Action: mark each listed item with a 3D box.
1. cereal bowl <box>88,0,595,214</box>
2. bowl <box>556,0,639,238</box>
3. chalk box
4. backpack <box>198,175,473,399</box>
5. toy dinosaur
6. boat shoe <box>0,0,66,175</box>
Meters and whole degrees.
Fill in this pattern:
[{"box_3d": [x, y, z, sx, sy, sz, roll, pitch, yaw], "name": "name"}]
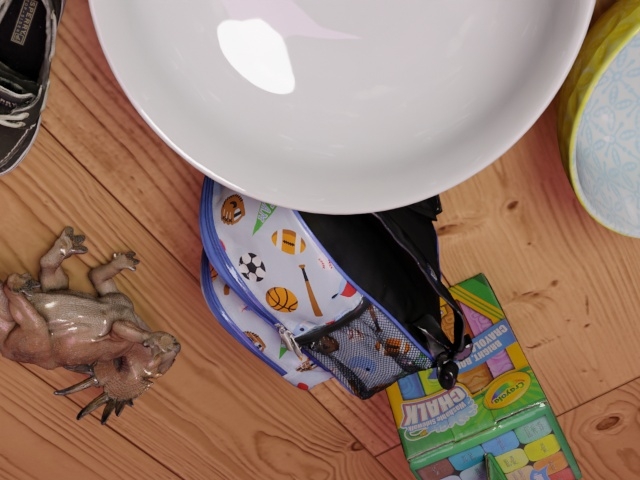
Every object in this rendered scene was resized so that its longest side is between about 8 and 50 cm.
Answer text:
[{"box_3d": [0.016, -0.195, 0.554, 0.338, 0.141, 0.339, 3, 122, 5], "name": "cereal bowl"}, {"box_3d": [0.355, -0.160, 0.767, 0.289, 0.156, 0.290, -7, 130, -8], "name": "bowl"}, {"box_3d": [0.196, 0.221, 0.953, 0.179, 0.289, 0.180, -26, 130, 8], "name": "chalk box"}, {"box_3d": [0.000, 0.000, 0.766, 0.213, 0.277, 0.263, -28, 122, 19], "name": "backpack"}, {"box_3d": [-0.283, 0.106, 0.862, 0.295, 0.127, 0.200, 22, 128, -22], "name": "toy dinosaur"}, {"box_3d": [-0.284, -0.140, 0.687, 0.077, 0.070, 0.219, 13, 124, -23], "name": "boat shoe"}]
